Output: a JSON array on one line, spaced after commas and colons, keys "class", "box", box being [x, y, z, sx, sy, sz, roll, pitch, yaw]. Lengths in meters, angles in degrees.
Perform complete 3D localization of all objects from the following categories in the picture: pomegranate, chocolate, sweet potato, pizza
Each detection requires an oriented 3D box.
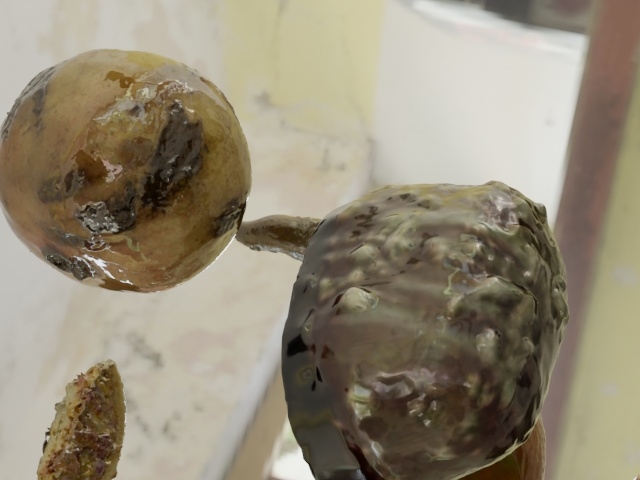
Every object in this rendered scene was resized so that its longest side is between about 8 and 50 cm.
[{"class": "pomegranate", "box": [-0.235, -0.079, 1.879, 0.322, 0.322, 0.322, 13, -90, -79]}, {"class": "chocolate", "box": [0.119, 0.078, 1.464, 0.225, 0.210, 0.340, 57, -145, -31]}, {"class": "sweet potato", "box": [0.000, 0.000, 2.089, 0.067, 0.274, 0.067, 7, -90, -68]}, {"class": "pizza", "box": [-0.322, 0.278, 2.193, 0.127, 0.058, 0.246, 45, -132, -24]}]

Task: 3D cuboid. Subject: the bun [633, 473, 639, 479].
[{"class": "bun", "box": [0.362, 0.352, 1.617, 0.299, 0.165, 0.299, -7, -80, -45]}]

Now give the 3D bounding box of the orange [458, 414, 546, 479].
[{"class": "orange", "box": [0.143, 0.283, 1.917, 0.196, 0.263, 0.334, 141, 145, -85]}]
